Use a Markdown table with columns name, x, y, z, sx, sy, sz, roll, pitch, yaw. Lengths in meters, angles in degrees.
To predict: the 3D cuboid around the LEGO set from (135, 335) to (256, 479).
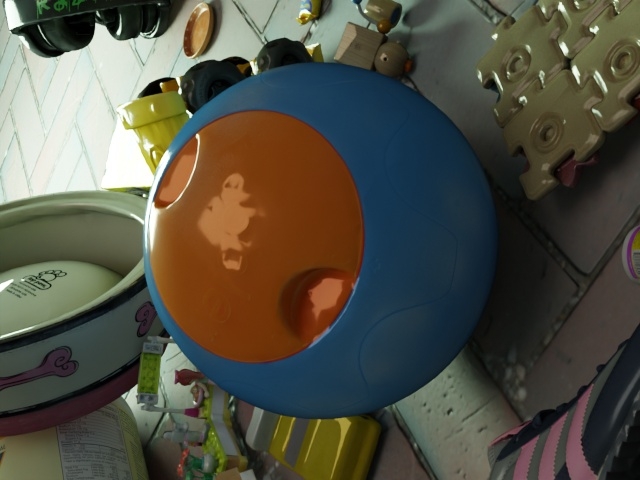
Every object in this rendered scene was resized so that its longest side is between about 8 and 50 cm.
| name | x | y | z | sx | sy | sz | roll | pitch | yaw |
| --- | --- | --- | --- | --- | --- | --- | --- | --- | --- |
| LEGO set | -0.144 | 0.189 | 1.120 | 0.132 | 0.107 | 0.287 | 124 | 149 | -47 |

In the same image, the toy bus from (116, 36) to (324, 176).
| name | x | y | z | sx | sy | sz | roll | pitch | yaw |
| --- | --- | --- | --- | --- | --- | --- | --- | --- | --- |
| toy bus | -0.084 | -0.102 | 1.119 | 0.149 | 0.220 | 0.212 | -6 | 107 | 56 |

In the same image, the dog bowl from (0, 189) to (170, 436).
| name | x | y | z | sx | sy | sz | roll | pitch | yaw |
| --- | --- | --- | --- | --- | --- | --- | --- | --- | --- |
| dog bowl | -0.368 | 0.087 | 1.265 | 0.408 | 0.407 | 0.150 | 36 | 141 | 56 |

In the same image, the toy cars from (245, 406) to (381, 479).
| name | x | y | z | sx | sy | sz | roll | pitch | yaw |
| --- | --- | --- | --- | --- | --- | --- | --- | --- | --- |
| toy cars | -0.009 | 0.262 | 0.928 | 0.176 | 0.087 | 0.394 | -46 | 44 | 40 |

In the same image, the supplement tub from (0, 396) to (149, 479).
| name | x | y | z | sx | sy | sz | roll | pitch | yaw |
| --- | --- | --- | --- | --- | --- | --- | --- | --- | --- |
| supplement tub | -0.335 | 0.322 | 1.274 | 0.235 | 0.235 | 0.325 | -58 | 37 | 28 |

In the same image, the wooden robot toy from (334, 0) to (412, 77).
| name | x | y | z | sx | sy | sz | roll | pitch | yaw |
| --- | --- | --- | --- | --- | --- | --- | --- | --- | --- |
| wooden robot toy | 0.065 | -0.197 | 1.023 | 0.079 | 0.076 | 0.173 | 26 | 103 | 21 |

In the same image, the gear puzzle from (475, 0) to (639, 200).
| name | x | y | z | sx | sy | sz | roll | pitch | yaw |
| --- | --- | --- | --- | --- | --- | --- | --- | --- | --- |
| gear puzzle | 0.253 | -0.186 | 0.732 | 0.339 | 0.044 | 0.176 | -46 | 41 | 35 |

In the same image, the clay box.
| name | x | y | z | sx | sy | sz | roll | pitch | yaw |
| --- | --- | --- | --- | --- | --- | --- | --- | --- | --- |
| clay box | -0.227 | -0.128 | 1.369 | 0.222 | 0.053 | 0.128 | 4 | 83 | 56 |

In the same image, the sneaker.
| name | x | y | z | sx | sy | sz | roll | pitch | yaw |
| --- | --- | --- | --- | --- | --- | --- | --- | --- | --- |
| sneaker | 0.172 | 0.138 | 0.669 | 0.131 | 0.112 | 0.319 | 45 | 116 | 50 |

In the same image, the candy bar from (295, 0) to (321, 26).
| name | x | y | z | sx | sy | sz | roll | pitch | yaw |
| --- | --- | --- | --- | --- | --- | --- | --- | --- | --- |
| candy bar | -0.004 | -0.334 | 1.200 | 0.040 | 0.018 | 0.162 | -2 | 77 | 57 |

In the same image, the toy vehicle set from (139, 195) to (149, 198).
| name | x | y | z | sx | sy | sz | roll | pitch | yaw |
| --- | --- | --- | --- | --- | --- | --- | --- | --- | --- |
| toy vehicle set | -0.200 | -0.091 | 1.399 | 0.267 | 0.035 | 0.166 | -52 | 40 | 34 |

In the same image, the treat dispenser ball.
| name | x | y | z | sx | sy | sz | roll | pitch | yaw |
| --- | --- | --- | --- | --- | --- | --- | --- | --- | --- |
| treat dispenser ball | 0.000 | 0.000 | 0.821 | 0.288 | 0.288 | 0.288 | -26 | 58 | 51 |

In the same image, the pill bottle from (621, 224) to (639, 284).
| name | x | y | z | sx | sy | sz | roll | pitch | yaw |
| --- | --- | --- | --- | --- | --- | --- | --- | --- | --- |
| pill bottle | 0.245 | 0.010 | 0.664 | 0.083 | 0.043 | 0.043 | -1 | 78 | 57 |

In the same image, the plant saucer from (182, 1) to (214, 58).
| name | x | y | z | sx | sy | sz | roll | pitch | yaw |
| --- | --- | --- | --- | --- | --- | --- | --- | --- | --- |
| plant saucer | -0.176 | -0.305 | 1.460 | 0.083 | 0.013 | 0.084 | -27 | 57 | 52 |

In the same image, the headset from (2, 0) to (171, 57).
| name | x | y | z | sx | sy | sz | roll | pitch | yaw |
| --- | --- | --- | --- | --- | --- | --- | --- | --- | --- |
| headset | -0.365 | -0.395 | 1.579 | 0.394 | 0.243 | 0.185 | -134 | 33 | -80 |
